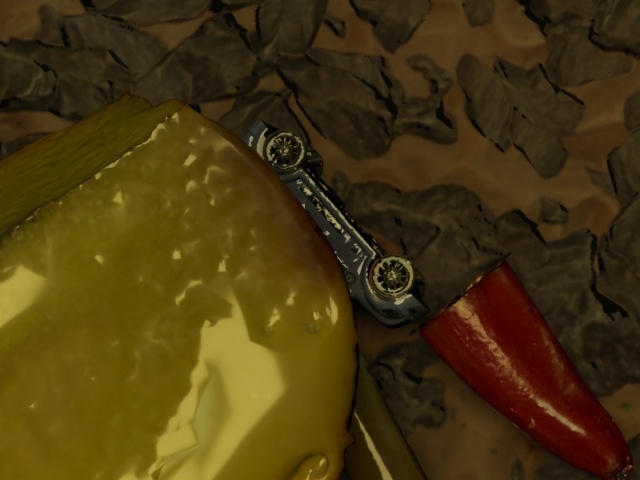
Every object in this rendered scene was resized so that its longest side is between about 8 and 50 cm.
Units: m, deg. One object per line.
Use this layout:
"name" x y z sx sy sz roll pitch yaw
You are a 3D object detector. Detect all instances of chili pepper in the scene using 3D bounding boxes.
"chili pepper" 0.147 0.096 0.991 0.088 0.065 0.169 -39 88 -30

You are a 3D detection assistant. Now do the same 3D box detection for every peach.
"peach" -0.162 0.120 0.906 0.380 0.242 0.306 -44 104 -16

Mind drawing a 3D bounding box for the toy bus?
"toy bus" 0.000 0.000 1.001 0.076 0.073 0.167 -41 77 3

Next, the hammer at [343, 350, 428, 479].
"hammer" 0.069 0.203 0.953 0.202 0.113 0.305 -31 76 -6
